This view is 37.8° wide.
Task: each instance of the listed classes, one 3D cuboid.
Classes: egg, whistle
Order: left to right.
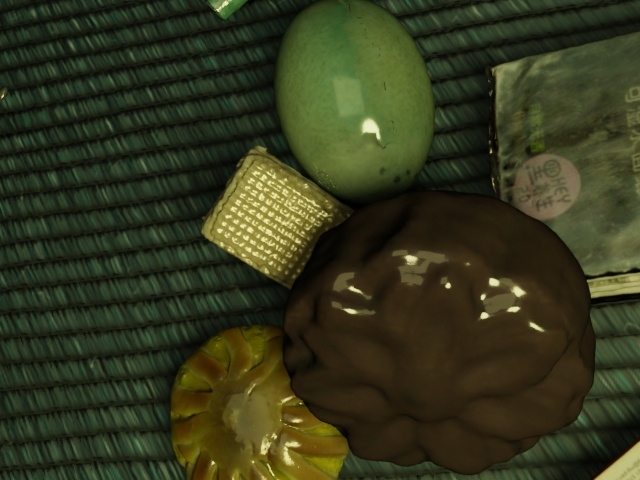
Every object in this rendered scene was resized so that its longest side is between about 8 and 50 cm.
[{"bbox_3d":[-0.065,-0.350,1.170,0.186,0.039,0.039,-43,66,1],"label":"whistle"},{"bbox_3d":[0.036,-0.151,1.006,0.169,0.169,0.236,-21,69,10],"label":"egg"}]

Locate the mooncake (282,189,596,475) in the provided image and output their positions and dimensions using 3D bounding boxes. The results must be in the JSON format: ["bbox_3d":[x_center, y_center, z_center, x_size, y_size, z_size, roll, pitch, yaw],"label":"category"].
[{"bbox_3d":[0.105,0.094,0.848,0.283,0.283,0.141,-3,37,16],"label":"mooncake"}]

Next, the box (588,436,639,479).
[{"bbox_3d":[0.325,0.287,0.825,0.274,0.091,0.220,-39,68,3],"label":"box"}]

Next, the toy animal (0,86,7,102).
[{"bbox_3d":[-0.573,-0.168,1.253,0.367,0.081,0.205,27,87,30],"label":"toy animal"}]

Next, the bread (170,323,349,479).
[{"bbox_3d":[-0.068,0.190,0.972,0.213,0.105,0.213,-5,71,13],"label":"bread"}]

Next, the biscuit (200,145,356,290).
[{"bbox_3d":[0.002,0.007,0.961,0.239,0.062,0.108,32,99,-9],"label":"biscuit"}]

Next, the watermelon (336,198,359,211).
[{"bbox_3d":[0.000,0.000,1.029,0.106,0.062,0.105,-6,76,25],"label":"watermelon"}]

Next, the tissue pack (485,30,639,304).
[{"bbox_3d":[0.349,-0.080,0.889,0.361,0.122,0.259,-9,67,26],"label":"tissue pack"}]
